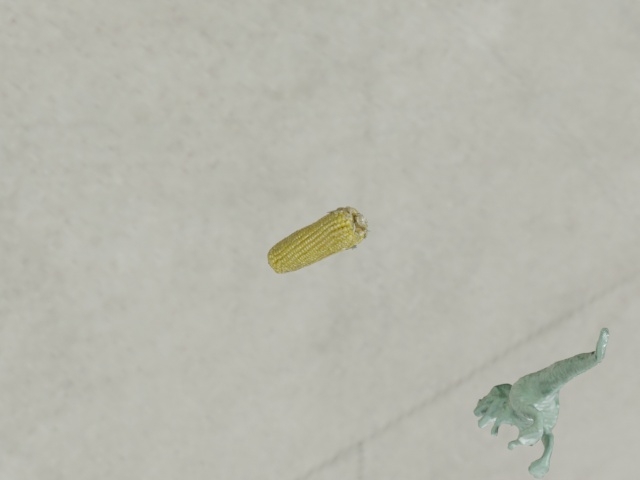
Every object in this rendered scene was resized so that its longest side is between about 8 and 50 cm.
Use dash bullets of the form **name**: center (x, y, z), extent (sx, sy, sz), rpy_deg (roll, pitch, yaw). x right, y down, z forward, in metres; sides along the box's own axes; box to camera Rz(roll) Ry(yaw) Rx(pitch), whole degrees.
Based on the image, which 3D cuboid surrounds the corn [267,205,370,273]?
- **corn**: center (0.000, 0.000, 1.122), extent (0.083, 0.027, 0.028), rpy_deg (-26, 148, 34)

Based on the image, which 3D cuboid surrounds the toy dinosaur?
- **toy dinosaur**: center (0.261, 0.201, 1.925), extent (0.076, 0.383, 0.129), rpy_deg (10, 74, -18)
